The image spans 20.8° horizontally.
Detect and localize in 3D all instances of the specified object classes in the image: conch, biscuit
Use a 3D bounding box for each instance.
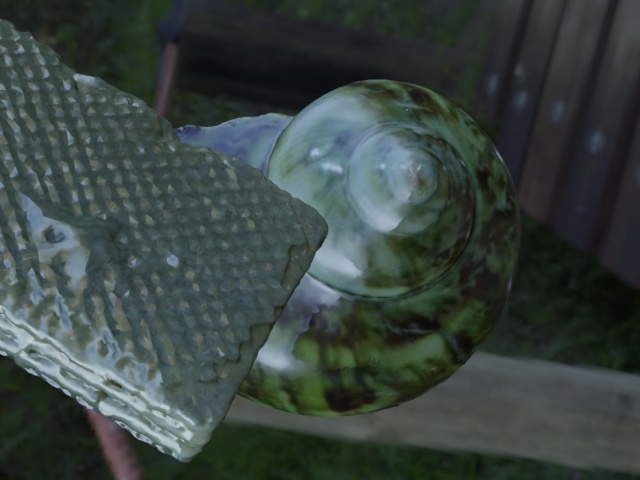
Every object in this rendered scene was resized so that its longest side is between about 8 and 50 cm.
[{"bbox_3d":[0.000,0.002,0.814,0.124,0.187,0.181,-83,14,-51],"label":"conch"},{"bbox_3d":[-0.103,-0.016,0.616,0.040,0.199,0.121,-59,1,46],"label":"biscuit"}]
